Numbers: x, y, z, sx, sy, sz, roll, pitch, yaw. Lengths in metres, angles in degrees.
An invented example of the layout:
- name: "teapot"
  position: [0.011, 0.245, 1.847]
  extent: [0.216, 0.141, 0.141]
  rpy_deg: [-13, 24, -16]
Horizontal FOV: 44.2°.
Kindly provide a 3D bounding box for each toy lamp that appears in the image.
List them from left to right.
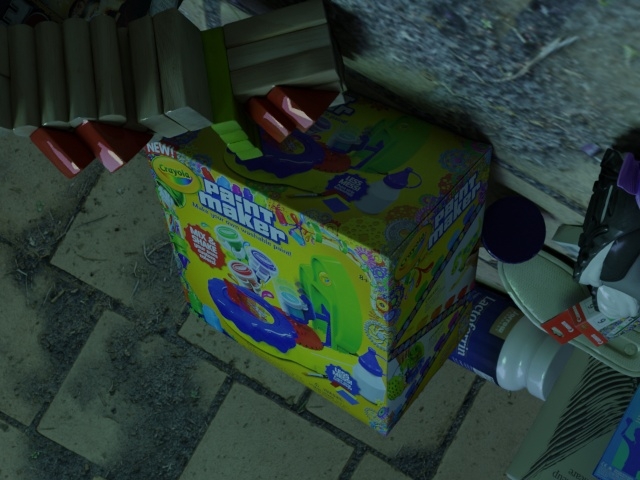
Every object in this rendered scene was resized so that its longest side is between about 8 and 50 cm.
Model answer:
- name: "toy lamp"
  position: [0.177, -0.006, 0.938]
  extent: [0.080, 0.080, 0.274]
  rpy_deg: [30, 172, -4]

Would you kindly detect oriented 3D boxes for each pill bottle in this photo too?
- name: "pill bottle"
  position: [0.325, 0.179, 1.434]
  extent: [0.264, 0.153, 0.153]
  rpy_deg: [25, 172, 40]

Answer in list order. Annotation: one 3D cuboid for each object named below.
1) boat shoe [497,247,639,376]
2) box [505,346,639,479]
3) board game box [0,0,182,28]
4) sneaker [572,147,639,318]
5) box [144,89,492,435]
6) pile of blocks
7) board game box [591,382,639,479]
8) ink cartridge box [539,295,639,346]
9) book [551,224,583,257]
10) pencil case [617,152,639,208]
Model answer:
- name: "boat shoe"
  position: [0.315, 0.080, 0.982]
  extent: [0.233, 0.084, 0.079]
  rpy_deg: [36, -160, -3]
- name: "box"
  position: [0.408, 0.275, 1.208]
  extent: [0.113, 0.275, 0.094]
  rpy_deg: [31, 173, -11]
- name: "board game box"
  position: [-0.216, -0.211, 0.673]
  extent: [0.042, 0.165, 0.243]
  rpy_deg: [28, 175, 17]
- name: "sneaker"
  position: [0.258, 0.007, 0.596]
  extent: [0.107, 0.100, 0.271]
  rpy_deg: [15, 173, 30]
- name: "box"
  position: [0.000, 0.000, 0.829]
  extent: [0.289, 0.177, 0.279]
  rpy_deg: [27, 143, 28]
- name: "pile of blocks"
  position: [-0.141, -0.100, 0.623]
  extent: [0.361, 0.113, 0.149]
  rpy_deg: [-5, 164, -14]
- name: "board game box"
  position: [0.495, 0.272, 1.078]
  extent: [0.160, 0.210, 0.047]
  rpy_deg: [28, 175, 30]
- name: "ink cartridge box"
  position: [0.320, 0.093, 0.911]
  extent: [0.063, 0.115, 0.029]
  rpy_deg: [36, -150, -38]
- name: "book"
  position: [0.316, 0.034, 0.801]
  extent: [0.144, 0.035, 0.096]
  rpy_deg: [32, 177, -15]
- name: "pencil case"
  position: [0.264, 0.002, 0.478]
  extent: [0.088, 0.086, 0.206]
  rpy_deg: [11, 160, 46]
